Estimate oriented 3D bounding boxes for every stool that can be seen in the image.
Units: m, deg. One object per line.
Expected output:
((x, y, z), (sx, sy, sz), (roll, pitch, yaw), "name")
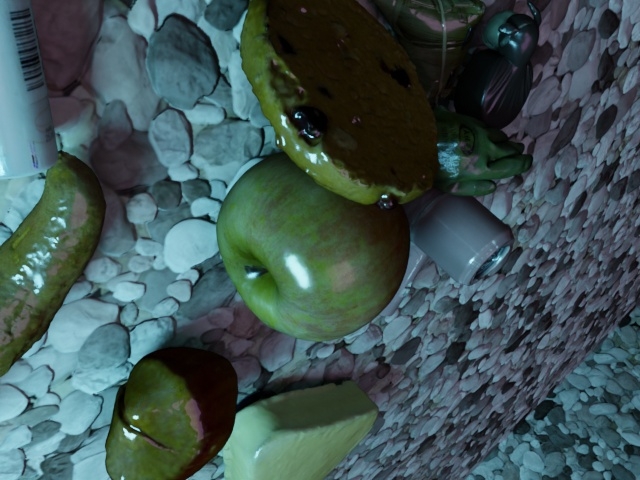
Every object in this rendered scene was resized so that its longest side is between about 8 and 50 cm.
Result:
((0.274, -0.273, 0.816), (0.125, 0.121, 0.217), (-19, 133, -29), "stool")

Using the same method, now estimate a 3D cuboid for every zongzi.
((0.125, -0.272, 0.741), (0.178, 0.081, 0.188), (-3, 138, -16), "zongzi")

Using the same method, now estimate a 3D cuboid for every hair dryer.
((0.184, 0.046, 0.936), (0.125, 0.210, 0.352), (-23, 148, -36), "hair dryer")

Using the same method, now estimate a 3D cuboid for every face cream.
((-0.278, -0.185, 0.412), (0.082, 0.082, 0.268), (-17, 131, -33), "face cream")

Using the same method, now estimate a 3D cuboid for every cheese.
((-0.066, 0.420, 1.025), (0.384, 0.104, 0.383), (-28, 139, -27), "cheese")

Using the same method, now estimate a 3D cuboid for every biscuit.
((0.029, -0.168, 0.588), (0.296, 0.295, 0.075), (0, 159, -42), "biscuit")

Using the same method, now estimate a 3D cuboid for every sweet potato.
((-0.335, 0.066, 0.540), (0.341, 0.092, 0.114), (-56, 171, -6), "sweet potato")

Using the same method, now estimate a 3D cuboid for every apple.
((0.000, 0.000, 0.674), (0.234, 0.257, 0.256), (-26, 134, -31), "apple")

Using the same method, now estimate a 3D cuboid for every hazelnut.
((-0.217, 0.255, 0.750), (0.181, 0.181, 0.212), (35, 92, -21), "hazelnut")

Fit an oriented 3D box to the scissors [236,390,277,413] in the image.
((-0.202, 0.342, 0.921), (0.300, 0.022, 0.109), (-4, 124, -44), "scissors")

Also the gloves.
((0.195, -0.136, 0.776), (0.269, 0.107, 0.135), (2, 110, -5), "gloves")
